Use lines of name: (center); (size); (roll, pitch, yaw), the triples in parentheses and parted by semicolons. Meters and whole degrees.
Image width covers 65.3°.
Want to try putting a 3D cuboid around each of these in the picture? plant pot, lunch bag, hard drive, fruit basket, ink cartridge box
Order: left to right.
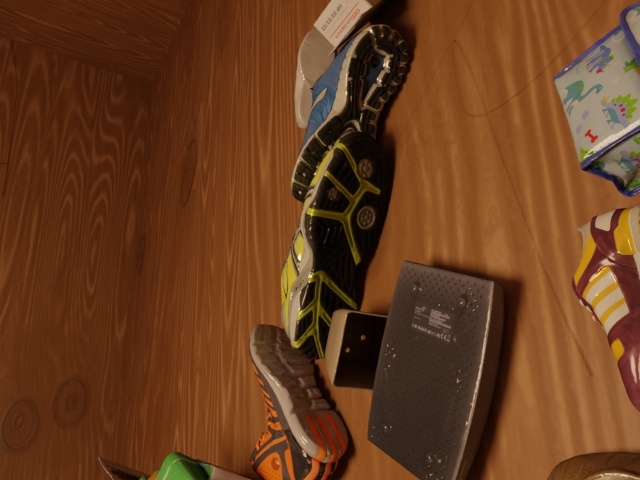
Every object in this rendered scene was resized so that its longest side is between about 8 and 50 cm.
fruit basket: (-0.221, 0.471, 0.913); (0.353, 0.327, 0.165); (-10, 52, 61)
ink cartridge box: (0.059, -0.407, 0.868); (0.104, 0.061, 0.181); (-36, 14, 49)
plant pot: (0.061, 0.154, 0.742); (0.096, 0.109, 0.109); (-167, 88, -70)
hard drive: (0.145, 0.163, 0.634); (0.172, 0.054, 0.254); (13, 91, 58)
lunch bag: (0.295, -0.135, 0.431); (0.151, 0.096, 0.128); (-39, 38, 47)

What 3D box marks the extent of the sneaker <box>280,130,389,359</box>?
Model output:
sneaker: (0.000, 0.000, 0.850); (0.147, 0.145, 0.384); (29, 104, 58)

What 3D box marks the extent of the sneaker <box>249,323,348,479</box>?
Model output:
sneaker: (-0.081, 0.307, 0.902); (0.180, 0.125, 0.321); (-63, 34, 23)

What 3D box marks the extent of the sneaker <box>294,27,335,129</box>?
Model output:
sneaker: (-0.027, -0.347, 1.081); (0.094, 0.080, 0.212); (-166, 86, -71)

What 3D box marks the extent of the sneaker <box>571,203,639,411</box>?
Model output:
sneaker: (0.276, 0.062, 0.451); (0.084, 0.070, 0.185); (151, 130, -63)

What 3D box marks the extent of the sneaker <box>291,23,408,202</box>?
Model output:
sneaker: (0.039, -0.217, 0.900); (0.330, 0.130, 0.147); (-63, 23, 13)

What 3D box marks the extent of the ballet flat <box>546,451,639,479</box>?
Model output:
ballet flat: (0.276, 0.228, 0.330); (0.342, 0.124, 0.116); (1, 81, 60)
